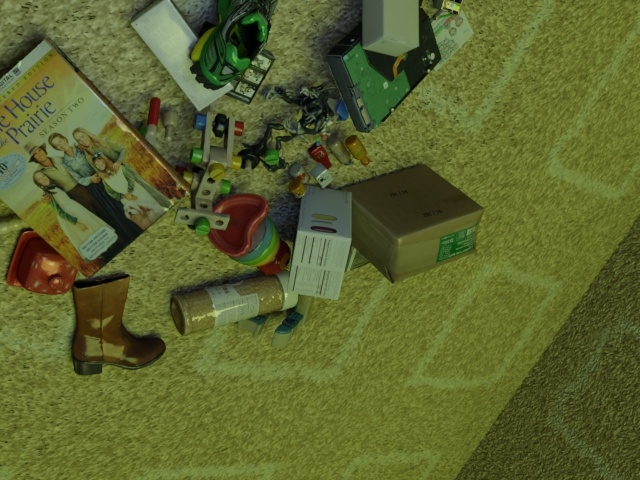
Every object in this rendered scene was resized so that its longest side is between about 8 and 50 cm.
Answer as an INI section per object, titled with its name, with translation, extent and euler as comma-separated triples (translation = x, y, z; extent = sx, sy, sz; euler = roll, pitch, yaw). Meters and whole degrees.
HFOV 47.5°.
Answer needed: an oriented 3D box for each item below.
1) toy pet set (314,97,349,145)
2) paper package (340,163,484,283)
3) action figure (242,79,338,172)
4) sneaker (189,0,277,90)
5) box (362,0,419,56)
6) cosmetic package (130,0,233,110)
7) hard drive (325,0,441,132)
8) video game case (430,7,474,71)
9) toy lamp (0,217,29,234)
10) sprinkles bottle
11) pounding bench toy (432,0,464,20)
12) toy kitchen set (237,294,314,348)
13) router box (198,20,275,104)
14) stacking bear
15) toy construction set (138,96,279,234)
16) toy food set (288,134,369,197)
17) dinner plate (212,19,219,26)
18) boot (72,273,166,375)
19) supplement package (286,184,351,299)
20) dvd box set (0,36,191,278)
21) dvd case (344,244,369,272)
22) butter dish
[toy pet set]
translation = 0.035, -0.314, 1.936
extent = 0.122, 0.065, 0.114
euler = 83, 27, -75
[paper package]
translation = 0.260, -0.056, 2.149
extent = 0.325, 0.309, 0.168
euler = -18, 132, -26
[action figure]
translation = -0.072, -0.306, 1.827
extent = 0.275, 0.164, 0.141
euler = -49, 142, 14
[sneaker]
translation = -0.149, -0.475, 1.575
extent = 0.134, 0.146, 0.343
euler = 38, 59, -37
[box]
translation = 0.166, -0.588, 1.724
extent = 0.113, 0.094, 0.275
euler = 6, 83, -31
[cosmetic package]
translation = -0.300, -0.410, 1.594
extent = 0.099, 0.060, 0.239
euler = -33, 122, 6
[hard drive]
translation = 0.169, -0.467, 1.855
extent = 0.339, 0.064, 0.237
euler = -50, 133, -25
[video game case]
translation = 0.346, -0.573, 2.028
extent = 0.157, 0.019, 0.143
euler = -45, 137, 1
[toy lamp]
translation = -0.724, -0.021, 1.620
extent = 0.275, 0.080, 0.080
euler = -18, 131, -25
[sprinkles bottle]
translation = -0.243, 0.176, 2.091
extent = 0.355, 0.121, 0.121
euler = -13, 129, -29
[pounding bench toy]
translation = 0.341, -0.622, 1.943
extent = 0.065, 0.052, 0.083
euler = 10, 107, -22
[toy kitchen set]
translation = -0.136, 0.213, 2.245
extent = 0.207, 0.166, 0.122
euler = -45, 156, -59
[router box]
translation = -0.214, -0.410, 1.690
extent = 0.179, 0.046, 0.133
euler = 19, 117, -32
[stacking bear]
translation = -0.174, 0.005, 1.990
extent = 0.175, 0.164, 0.289
euler = -65, 150, -13
[toy construction set]
translation = -0.290, -0.158, 1.679
extent = 0.257, 0.237, 0.309
euler = -30, 135, 31
[toy food set]
translation = 0.016, -0.196, 2.006
extent = 0.232, 0.111, 0.104
euler = -42, 137, -1
[dinner plate]
translation = -0.209, -0.457, 1.711
extent = 0.141, 0.017, 0.141
euler = -19, 130, -24
[boot]
translation = -0.536, 0.210, 1.954
extent = 0.264, 0.096, 0.280
euler = -2, 116, -26
[supplement package]
translation = 0.000, 0.000, 2.012
extent = 0.145, 0.262, 0.204
euler = 9, 122, -4
[dvd box set]
translation = -0.526, -0.162, 1.525
extent = 0.308, 0.062, 0.420
euler = -39, 112, 4
[dvd case]
translation = 0.179, 0.018, 2.324
extent = 0.221, 0.018, 0.164
euler = -19, 149, -23
[butter dish]
translation = -0.639, 0.072, 1.724
extent = 0.160, 0.118, 0.160
euler = 9, 116, -41
